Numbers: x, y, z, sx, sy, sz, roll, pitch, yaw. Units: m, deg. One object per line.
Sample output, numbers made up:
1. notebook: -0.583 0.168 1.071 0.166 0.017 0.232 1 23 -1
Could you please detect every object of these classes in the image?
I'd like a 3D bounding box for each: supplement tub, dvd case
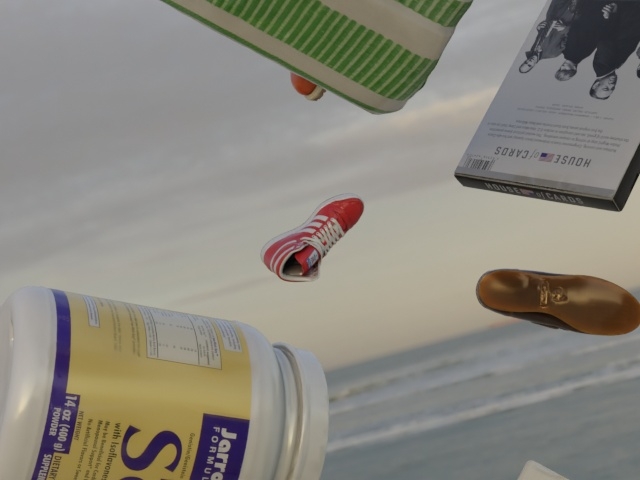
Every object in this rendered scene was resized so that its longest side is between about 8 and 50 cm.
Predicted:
1. supplement tub: -0.182 0.189 1.305 0.331 0.241 0.241 12 -16 -22
2. dvd case: 0.252 -0.142 1.179 0.179 0.239 0.029 13 -24 43

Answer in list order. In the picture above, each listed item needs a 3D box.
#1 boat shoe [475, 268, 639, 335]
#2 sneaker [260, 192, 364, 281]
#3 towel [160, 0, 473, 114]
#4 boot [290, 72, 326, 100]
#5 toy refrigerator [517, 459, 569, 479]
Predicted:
1. boat shoe: 0.300 0.075 1.570 0.207 0.073 0.073 14 -7 7
2. sneaker: 0.000 0.000 1.226 0.118 0.042 0.067 -34 25 -3
3. towel: -0.006 -0.217 0.901 0.038 0.248 0.325 -60 -1 -24
4. boot: -0.026 -0.200 1.074 0.084 0.158 0.059 -4 11 -24
5. toy refrigerator: 0.189 0.357 1.238 0.102 0.094 0.269 -45 -22 -50
